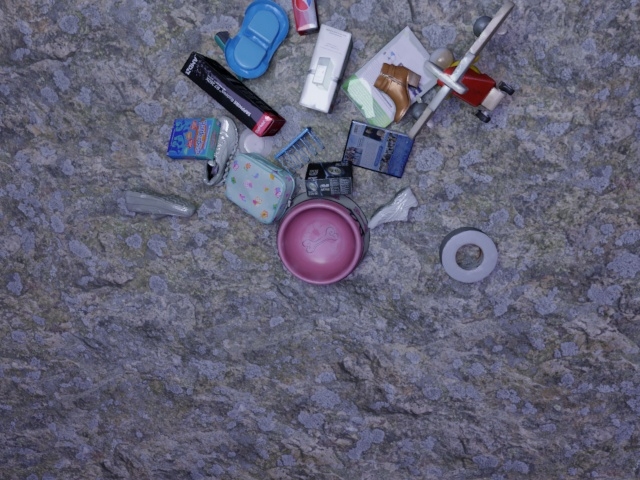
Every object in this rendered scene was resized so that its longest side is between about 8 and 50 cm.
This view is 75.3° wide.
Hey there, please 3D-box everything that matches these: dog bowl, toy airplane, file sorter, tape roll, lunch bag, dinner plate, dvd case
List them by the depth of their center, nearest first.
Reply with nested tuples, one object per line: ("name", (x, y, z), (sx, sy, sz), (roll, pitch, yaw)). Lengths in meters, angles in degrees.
("toy airplane", (0.449, -0.551, 1.393), (0.385, 0.384, 0.273), (-32, 65, -5))
("dog bowl", (-0.239, -0.737, 1.544), (0.165, 0.074, 0.298), (30, 88, -15))
("dvd case", (0.222, -0.356, 1.627), (0.252, 0.022, 0.181), (16, 128, 2))
("file sorter", (-0.078, -0.354, 1.647), (0.170, 0.118, 0.104), (-39, 101, 15))
("lunch bag", (-0.240, -0.216, 1.668), (0.279, 0.107, 0.224), (34, 114, 16))
("tape roll", (0.601, 0.058, 1.696), (0.218, 0.072, 0.220), (2, 106, 6))
("dinner plate", (-0.269, -0.398, 1.710), (0.141, 0.017, 0.141), (2, 106, 6))
("dog bowl", (0.000, 0.000, 1.713), (0.407, 0.150, 0.409), (2, 106, 6))

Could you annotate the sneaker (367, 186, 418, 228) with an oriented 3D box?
("sneaker", (0.298, -0.107, 1.682), (0.232, 0.090, 0.115), (-38, 101, 15))

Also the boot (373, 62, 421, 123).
("boot", (0.264, -0.541, 1.523), (0.152, 0.073, 0.197), (21, 94, 0))

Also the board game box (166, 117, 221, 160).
("board game box", (-0.508, -0.404, 1.658), (0.210, 0.047, 0.160), (6, 81, 25))

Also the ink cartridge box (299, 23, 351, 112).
("ink cartridge box", (0.023, -0.613, 1.522), (0.114, 0.198, 0.273), (19, 107, 1))

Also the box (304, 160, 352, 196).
("box", (0.036, -0.245, 1.637), (0.179, 0.147, 0.078), (-2, 127, 8))

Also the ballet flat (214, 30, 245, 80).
("ballet flat", (-0.330, -0.719, 1.607), (0.074, 0.074, 0.203), (-31, 94, 14))

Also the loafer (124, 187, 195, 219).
("loafer", (-0.688, -0.143, 1.785), (0.319, 0.112, 0.112), (14, 111, 11))

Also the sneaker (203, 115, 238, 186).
("sneaker", (-0.412, -0.357, 1.687), (0.109, 0.118, 0.293), (16, 105, 4))

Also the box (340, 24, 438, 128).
("box", (0.269, -0.600, 1.571), (0.322, 0.058, 0.232), (-39, 97, 13))

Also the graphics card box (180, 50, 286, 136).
("graphics card box", (-0.316, -0.540, 1.566), (0.370, 0.233, 0.094), (40, 107, -5))

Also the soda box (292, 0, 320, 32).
("soda box", (-0.063, -0.901, 1.512), (0.083, 0.092, 0.264), (-7, 104, 10))
